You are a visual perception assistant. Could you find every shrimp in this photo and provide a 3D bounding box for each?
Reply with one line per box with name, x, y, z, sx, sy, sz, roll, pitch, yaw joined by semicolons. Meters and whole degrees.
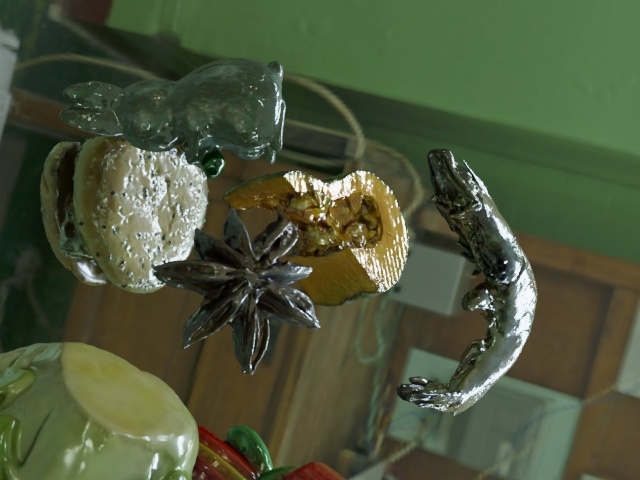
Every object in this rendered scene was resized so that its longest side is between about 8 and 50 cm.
shrimp;0.091;0.041;0.809;0.148;0.035;0.195;-48;129;-21

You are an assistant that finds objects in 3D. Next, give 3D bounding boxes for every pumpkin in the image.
pumpkin;-0.001;0.000;1.649;0.280;0.139;0.190;-3;84;-52

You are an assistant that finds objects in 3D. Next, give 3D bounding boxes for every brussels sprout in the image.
brussels sprout;-0.234;0.210;0.882;0.294;0.227;0.259;-49;-153;10

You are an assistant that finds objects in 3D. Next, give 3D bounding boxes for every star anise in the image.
star anise;-0.093;0.056;1.486;0.093;0.229;0.236;-26;-149;58

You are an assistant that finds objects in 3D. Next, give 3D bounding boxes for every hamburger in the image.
hamburger;-0.363;-0.044;2.150;0.318;0.195;0.277;17;78;-54

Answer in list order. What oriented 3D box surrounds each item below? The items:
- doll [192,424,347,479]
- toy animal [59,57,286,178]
doll;-0.017;0.302;1.092;0.182;0.363;0.160;-51;160;-32
toy animal;-0.152;-0.141;1.266;0.108;0.236;0.138;81;17;-81
